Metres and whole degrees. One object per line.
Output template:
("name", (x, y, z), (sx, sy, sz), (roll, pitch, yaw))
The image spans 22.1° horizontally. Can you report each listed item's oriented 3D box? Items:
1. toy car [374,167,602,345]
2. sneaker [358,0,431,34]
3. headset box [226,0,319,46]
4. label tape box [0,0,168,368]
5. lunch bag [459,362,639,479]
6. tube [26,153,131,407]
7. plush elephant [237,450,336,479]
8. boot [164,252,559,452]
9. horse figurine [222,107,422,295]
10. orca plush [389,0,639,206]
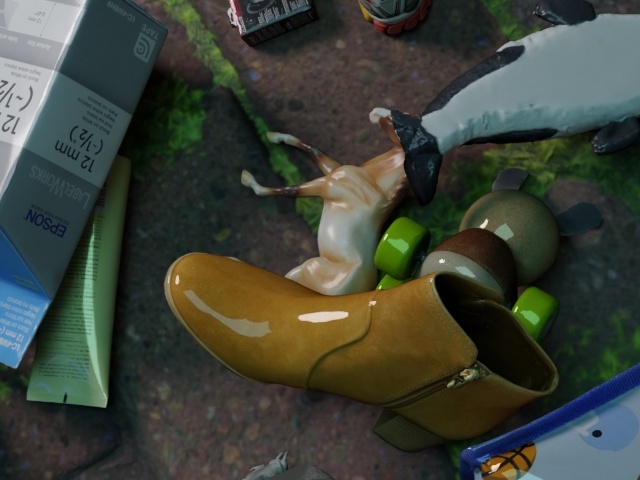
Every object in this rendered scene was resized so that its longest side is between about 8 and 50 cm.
("toy car", (0.157, 0.014, 1.425), (0.155, 0.149, 0.188), (30, 57, 17))
("sneaker", (0.049, -0.311, 1.538), (0.088, 0.093, 0.225), (-20, 70, 10))
("headset box", (-0.051, -0.230, 1.578), (0.083, 0.032, 0.062), (-22, 70, 11))
("label tape box", (-0.322, -0.083, 1.539), (0.249, 0.115, 0.348), (16, 79, 40))
("lunch bag", (0.342, 0.232, 1.243), (0.385, 0.239, 0.328), (-24, 69, -8))
("tube", (-0.225, 0.036, 1.549), (0.062, 0.070, 0.240), (10, 79, -20))
("plush elephant", (-0.014, 0.329, 1.315), (0.272, 0.330, 0.255), (-27, 93, 10))
("boot", (0.034, 0.063, 1.334), (0.295, 0.211, 0.104), (32, 55, -11))
("horse figurine", (0.000, 0.000, 1.486), (0.174, 0.066, 0.263), (10, 78, 23))
("orca plush", (0.195, -0.109, 1.437), (0.287, 0.102, 0.151), (-36, 76, -17))
